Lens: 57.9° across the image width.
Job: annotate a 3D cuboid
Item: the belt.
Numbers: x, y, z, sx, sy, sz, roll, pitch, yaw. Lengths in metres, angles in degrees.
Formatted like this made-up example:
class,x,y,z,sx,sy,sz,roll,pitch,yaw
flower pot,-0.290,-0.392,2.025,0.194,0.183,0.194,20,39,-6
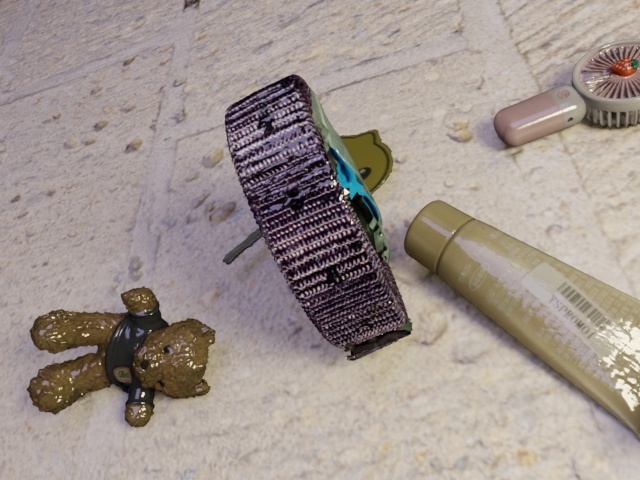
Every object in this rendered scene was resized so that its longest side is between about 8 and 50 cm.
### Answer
class,x,y,z,sx,sy,sz,roll,pitch,yaw
belt,0.002,-0.026,0.667,0.122,0.325,0.260,-24,29,10

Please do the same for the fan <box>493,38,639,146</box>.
class,x,y,z,sx,sy,sz,roll,pitch,yaw
fan,0.363,-0.196,0.803,0.244,0.074,0.130,-21,48,9

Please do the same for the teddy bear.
class,x,y,z,sx,sy,sz,roll,pitch,yaw
teddy bear,-0.261,0.149,0.785,0.251,0.182,0.129,3,14,9

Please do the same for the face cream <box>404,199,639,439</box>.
class,x,y,z,sx,sy,sz,roll,pitch,yaw
face cream,0.248,0.067,0.650,0.341,0.084,0.137,36,75,32

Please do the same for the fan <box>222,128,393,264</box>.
class,x,y,z,sx,sy,sz,roll,pitch,yaw
fan,-0.025,-0.074,0.896,0.335,0.011,0.229,-42,39,-20
